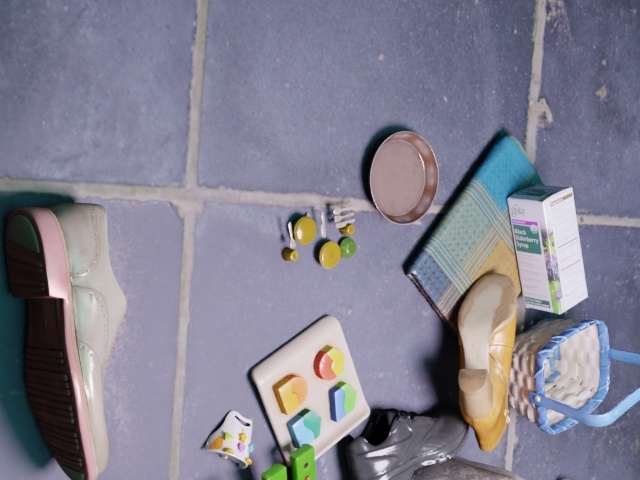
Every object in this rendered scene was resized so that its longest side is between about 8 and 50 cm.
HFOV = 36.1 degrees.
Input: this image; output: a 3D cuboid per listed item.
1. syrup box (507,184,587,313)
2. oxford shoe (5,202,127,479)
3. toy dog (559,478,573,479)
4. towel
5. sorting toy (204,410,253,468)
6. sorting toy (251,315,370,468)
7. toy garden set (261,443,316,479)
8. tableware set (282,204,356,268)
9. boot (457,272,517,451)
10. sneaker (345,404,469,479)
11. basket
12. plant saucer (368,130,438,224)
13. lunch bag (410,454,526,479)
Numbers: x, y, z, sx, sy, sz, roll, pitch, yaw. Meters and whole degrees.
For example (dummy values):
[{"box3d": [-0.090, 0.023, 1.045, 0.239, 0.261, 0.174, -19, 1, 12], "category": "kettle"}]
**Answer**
[{"box3d": [0.446, 0.014, 1.931, 0.096, 0.093, 0.236, -25, 111, -33], "category": "syrup box"}, {"box3d": [-0.321, 0.140, 1.356, 0.147, 0.141, 0.396, -15, 106, -44], "category": "oxford shoe"}, {"box3d": [0.597, 0.654, 2.119, 0.334, 0.161, 0.220, 27, 78, -37], "category": "toy dog"}, {"box3d": [0.331, 0.007, 1.924, 0.370, 0.040, 0.271, -52, 122, -21], "category": "towel"}, {"box3d": [-0.135, 0.318, 1.587, 0.083, 0.045, 0.075, 36, 53, -35], "category": "sorting toy"}, {"box3d": [-0.008, 0.262, 1.677, 0.193, 0.038, 0.208, -34, 114, -31], "category": "sorting toy"}, {"box3d": [-0.105, 0.468, 1.605, 0.244, 0.049, 0.203, -27, 124, -41], "category": "toy garden set"}, {"box3d": [0.000, 0.000, 1.669, 0.154, 0.024, 0.103, -17, 108, -37], "category": "tableware set"}, {"box3d": [0.320, 0.232, 1.869, 0.211, 0.104, 0.295, 68, 33, -47], "category": "boot"}, {"box3d": [0.161, 0.354, 1.784, 0.286, 0.109, 0.130, -23, 99, -39], "category": "sneaker"}, {"box3d": [0.507, 0.265, 1.926, 0.255, 0.289, 0.201, -21, 107, -34], "category": "basket"}, {"box3d": [0.144, -0.112, 1.767, 0.169, 0.029, 0.168, -5, 97, -37], "category": "plant saucer"}, {"box3d": [0.236, 0.507, 1.738, 0.235, 0.287, 0.168, -24, 109, -35], "category": "lunch bag"}]
